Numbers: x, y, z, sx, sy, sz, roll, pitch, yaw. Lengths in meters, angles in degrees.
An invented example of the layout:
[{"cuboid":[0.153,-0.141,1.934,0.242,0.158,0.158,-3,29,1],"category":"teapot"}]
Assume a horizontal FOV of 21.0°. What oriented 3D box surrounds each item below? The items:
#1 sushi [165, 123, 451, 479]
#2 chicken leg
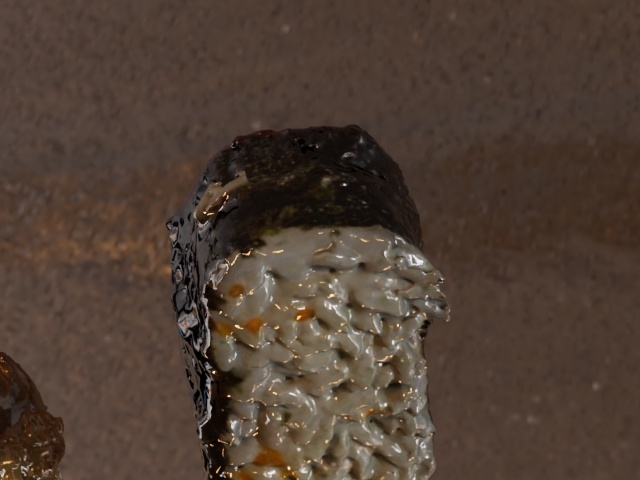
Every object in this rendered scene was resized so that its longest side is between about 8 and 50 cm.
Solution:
[{"cuboid":[-0.010,0.055,0.913,0.136,0.126,0.225,-4,135,-7],"category":"sushi"},{"cuboid":[-0.177,0.164,1.042,0.198,0.085,0.069,59,143,3],"category":"chicken leg"}]
